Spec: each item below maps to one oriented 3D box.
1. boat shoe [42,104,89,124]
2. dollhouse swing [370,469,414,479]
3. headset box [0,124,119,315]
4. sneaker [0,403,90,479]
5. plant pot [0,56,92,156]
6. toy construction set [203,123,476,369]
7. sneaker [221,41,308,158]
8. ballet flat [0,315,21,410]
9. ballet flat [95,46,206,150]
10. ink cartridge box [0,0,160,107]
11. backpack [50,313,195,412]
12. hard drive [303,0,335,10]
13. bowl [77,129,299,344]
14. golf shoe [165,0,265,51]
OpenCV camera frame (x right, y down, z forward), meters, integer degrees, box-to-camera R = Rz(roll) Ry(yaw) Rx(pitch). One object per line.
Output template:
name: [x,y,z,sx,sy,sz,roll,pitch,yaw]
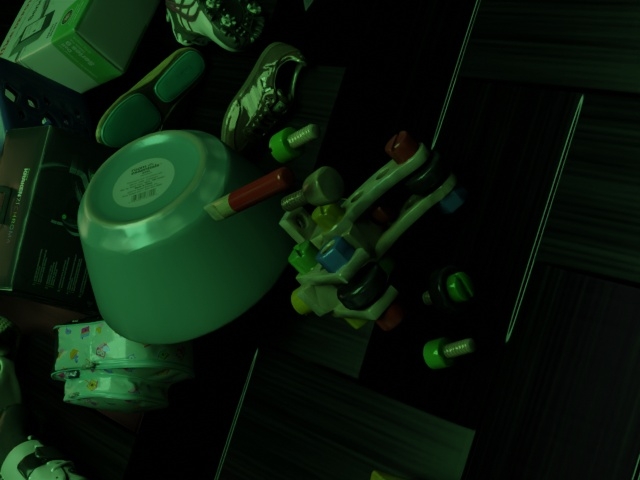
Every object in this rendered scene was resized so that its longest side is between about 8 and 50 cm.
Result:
boat shoe: [-0.435,-0.198,1.998,0.083,0.065,0.183,-58,44,11]
dollhouse swing: [0.170,0.446,1.141,0.315,0.305,0.346,114,169,-83]
headset box: [-0.362,-0.018,1.696,0.131,0.283,0.246,2,78,46]
sneaker: [-0.414,0.376,1.746,0.146,0.122,0.330,-32,51,12]
plant pot: [-0.510,-0.127,1.840,0.236,0.236,0.212,-31,64,22]
toy construction set: [0.000,0.000,1.322,0.237,0.309,0.257,-22,53,45]
sneaker: [-0.081,-0.195,1.630,0.071,0.066,0.188,29,98,46]
ballet flat: [-0.605,0.355,1.923,0.182,0.164,0.482,2,75,26]
ballet flat: [-0.271,-0.215,1.781,0.232,0.080,0.073,-45,23,-25]
ink cartridge box: [-0.430,-0.360,1.972,0.289,0.121,0.211,-15,47,42]
backpack: [-0.274,0.172,1.623,0.188,0.166,0.144,-19,65,31]
hard drive: [0.032,-0.453,1.556,0.254,0.054,0.172,126,141,-53]
bowl: [-0.200,-0.031,1.524,0.312,0.163,0.311,-14,45,14]
golf shoe: [-0.169,-0.346,1.772,0.273,0.105,0.120,56,134,46]
